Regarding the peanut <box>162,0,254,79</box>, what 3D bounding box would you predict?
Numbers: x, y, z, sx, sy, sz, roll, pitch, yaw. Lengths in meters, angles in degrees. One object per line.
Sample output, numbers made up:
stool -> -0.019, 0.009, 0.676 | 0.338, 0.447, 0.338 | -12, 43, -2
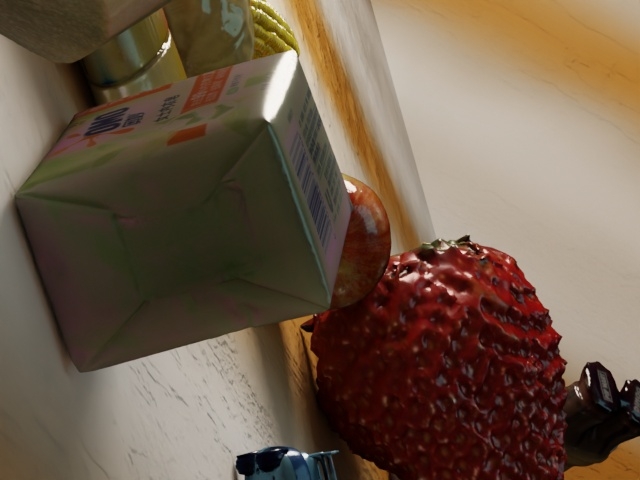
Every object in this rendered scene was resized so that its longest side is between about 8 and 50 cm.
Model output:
peanut -> -0.132, -0.247, 1.592 | 0.125, 0.111, 0.274 | 10, 61, -63

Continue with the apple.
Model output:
apple -> 0.000, 0.000, 1.884 | 0.131, 0.146, 0.146 | -98, 173, -84

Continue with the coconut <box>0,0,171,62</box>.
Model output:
coconut -> -0.153, -0.231, 1.075 | 0.239, 0.244, 0.239 | 40, -29, 27

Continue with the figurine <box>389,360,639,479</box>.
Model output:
figurine -> 0.234, 0.256, 2.324 | 0.218, 0.365, 0.206 | 15, 36, -39

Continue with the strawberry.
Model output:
strawberry -> 0.148, 0.170, 2.032 | 0.351, 0.267, 0.312 | 59, 2, 11

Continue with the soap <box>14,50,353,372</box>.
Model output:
soap -> -0.087, -0.024, 1.266 | 0.199, 0.182, 0.138 | -77, 149, -70

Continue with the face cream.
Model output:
face cream -> -0.168, -0.202, 1.409 | 0.139, 0.067, 0.285 | -81, 155, -62

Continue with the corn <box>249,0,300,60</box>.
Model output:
corn -> -0.074, -0.210, 1.932 | 0.248, 0.081, 0.081 | 31, 45, -77

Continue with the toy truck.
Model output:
toy truck -> -0.039, 0.205, 1.599 | 0.136, 0.074, 0.063 | -16, -94, 59
